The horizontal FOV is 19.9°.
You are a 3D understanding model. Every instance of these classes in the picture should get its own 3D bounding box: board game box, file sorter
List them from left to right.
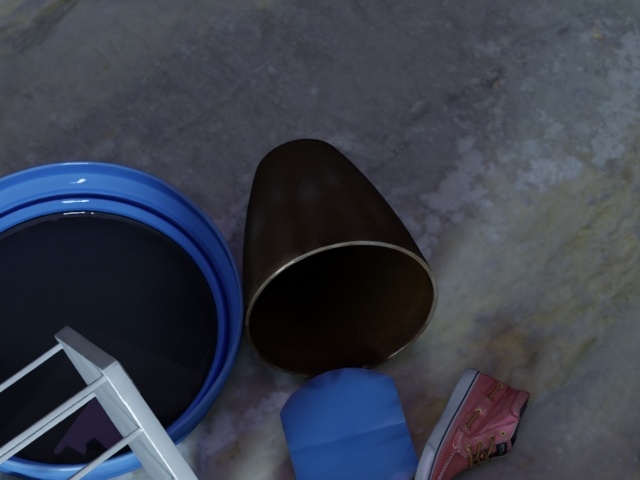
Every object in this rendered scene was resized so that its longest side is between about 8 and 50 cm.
[{"bbox_3d":[-0.223,0.259,1.830,0.173,0.193,0.277,-37,109,-13],"label":"file sorter"},{"bbox_3d":[0.032,0.224,2.016,0.133,0.033,0.168,-15,59,-2],"label":"board game box"}]

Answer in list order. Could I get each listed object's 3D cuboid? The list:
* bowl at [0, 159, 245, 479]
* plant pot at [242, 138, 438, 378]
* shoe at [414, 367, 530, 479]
[{"bbox_3d":[-0.280,0.092,2.062,0.391,0.077,0.391,0,60,-1],"label":"bowl"},{"bbox_3d":[0.000,0.000,2.064,0.215,0.215,0.230,-11,46,-7],"label":"plant pot"},{"bbox_3d":[0.166,0.223,1.997,0.081,0.063,0.178,19,57,16],"label":"shoe"}]
